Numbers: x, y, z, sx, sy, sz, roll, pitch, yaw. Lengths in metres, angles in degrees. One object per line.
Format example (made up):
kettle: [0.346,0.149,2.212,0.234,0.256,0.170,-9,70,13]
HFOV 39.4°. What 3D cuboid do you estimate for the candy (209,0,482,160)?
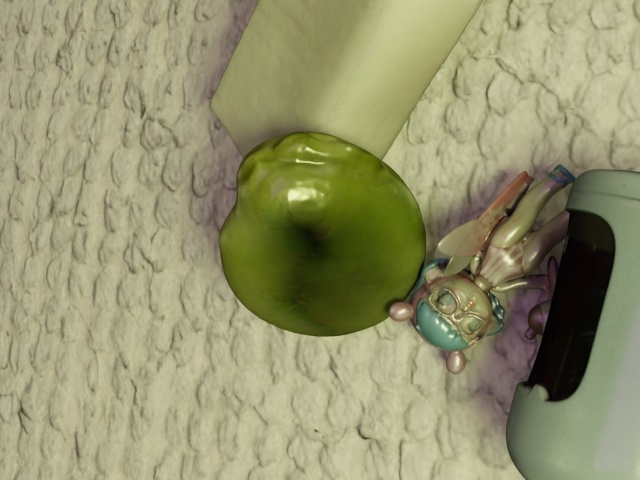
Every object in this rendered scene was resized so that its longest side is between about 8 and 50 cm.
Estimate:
candy: [0.018,-0.224,1.063,0.208,0.145,0.358,51,127,26]

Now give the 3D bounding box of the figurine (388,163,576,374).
figurine: [0.217,0.038,1.016,0.205,0.103,0.260,40,101,-10]

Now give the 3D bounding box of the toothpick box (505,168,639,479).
toothpick box: [0.327,0.131,0.858,0.263,0.263,0.354,17,92,28]

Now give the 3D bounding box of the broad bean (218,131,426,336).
broad bean: [0.000,-0.001,1.028,0.238,0.291,0.119,-28,39,4]
